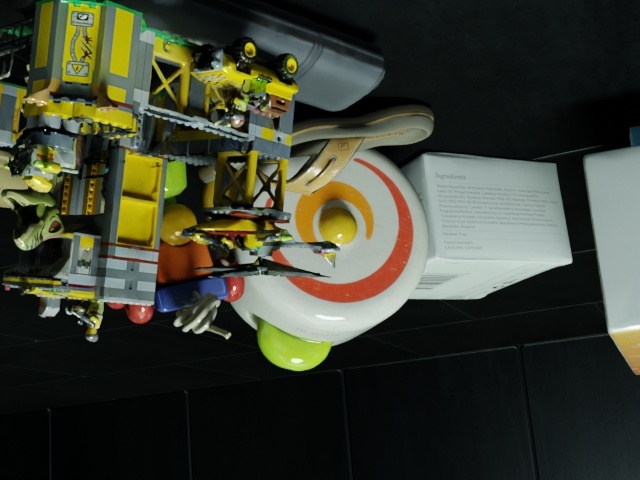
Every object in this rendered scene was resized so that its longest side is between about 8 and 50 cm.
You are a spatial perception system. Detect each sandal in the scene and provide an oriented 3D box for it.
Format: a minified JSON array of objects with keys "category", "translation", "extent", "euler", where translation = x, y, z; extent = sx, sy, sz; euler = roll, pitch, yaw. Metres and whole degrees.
[{"category":"sandal","translation":[0.003,-0.072,0.833],"extent":[0.219,0.060,0.090],"euler":[-11,177,-22]}]

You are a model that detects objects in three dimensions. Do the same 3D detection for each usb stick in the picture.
[{"category":"usb stick","translation":[-0.069,-0.140,0.643],"extent":[0.278,0.045,0.077],"euler":[10,160,-42]}]

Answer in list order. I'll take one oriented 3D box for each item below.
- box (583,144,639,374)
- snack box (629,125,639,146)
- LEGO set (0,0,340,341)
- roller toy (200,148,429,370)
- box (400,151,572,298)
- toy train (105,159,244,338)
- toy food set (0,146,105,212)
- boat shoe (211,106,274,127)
[{"category":"box","translation":[0.398,0.025,0.940],"extent":[0.215,0.168,0.345],"euler":[-9,164,20]},{"category":"snack box","translation":[0.454,-0.068,1.053],"extent":[0.187,0.060,0.322],"euler":[-10,164,20]},{"category":"LEGO set","translation":[-0.169,-0.026,0.645],"extent":[0.331,0.192,0.255],"euler":[2,174,33]},{"category":"roller toy","translation":[0.000,0.000,0.918],"extent":[0.191,0.209,0.146],"euler":[-26,173,-20]},{"category":"box","translation":[0.150,-0.010,1.060],"extent":[0.182,0.119,0.181],"euler":[2,164,-26]},{"category":"toy train","translation":[-0.126,-0.006,0.816],"extent":[0.105,0.143,0.248],"euler":[-13,-170,-24]},{"category":"toy food set","translation":[-0.302,-0.066,0.884],"extent":[0.192,0.038,0.132],"euler":[1,160,7]},{"category":"boat shoe","translation":[-0.070,-0.102,0.786],"extent":[0.040,0.049,0.142],"euler":[5,160,-35]}]
